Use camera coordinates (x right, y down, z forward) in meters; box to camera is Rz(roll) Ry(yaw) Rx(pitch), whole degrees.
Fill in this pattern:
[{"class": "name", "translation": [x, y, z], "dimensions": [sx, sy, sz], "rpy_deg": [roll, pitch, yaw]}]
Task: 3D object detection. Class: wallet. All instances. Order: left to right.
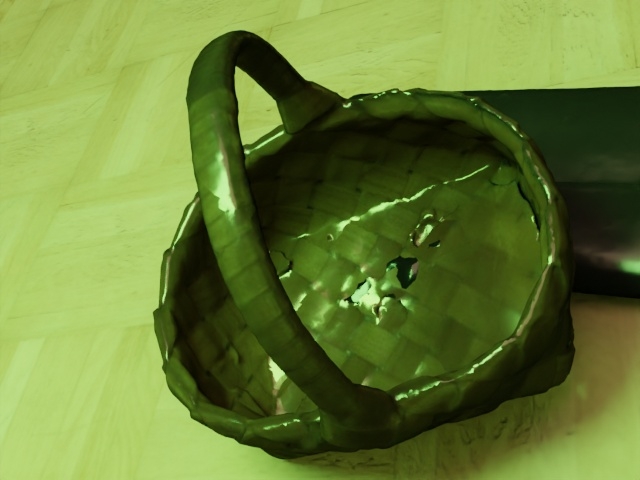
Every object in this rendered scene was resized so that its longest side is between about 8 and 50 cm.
[{"class": "wallet", "translation": [0.171, -0.056, 0.841], "dimensions": [0.406, 0.062, 0.228], "rpy_deg": [3, 52, 32]}]

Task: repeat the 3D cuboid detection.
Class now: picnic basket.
[{"class": "picnic basket", "translation": [0.000, 0.000, 0.658], "dimensions": [0.337, 0.337, 0.293], "rpy_deg": [-18, 59, 14]}]
